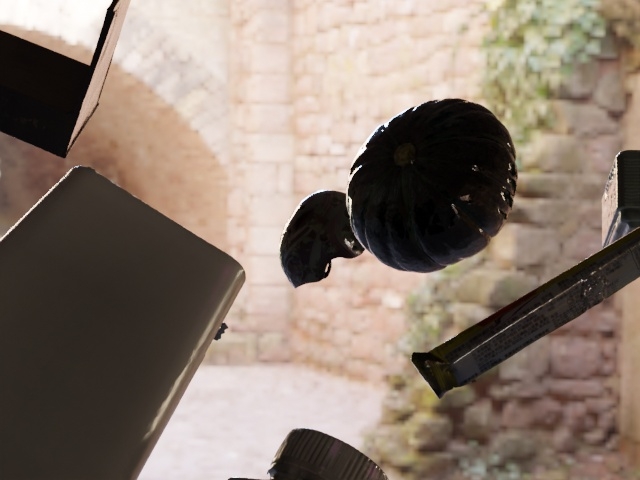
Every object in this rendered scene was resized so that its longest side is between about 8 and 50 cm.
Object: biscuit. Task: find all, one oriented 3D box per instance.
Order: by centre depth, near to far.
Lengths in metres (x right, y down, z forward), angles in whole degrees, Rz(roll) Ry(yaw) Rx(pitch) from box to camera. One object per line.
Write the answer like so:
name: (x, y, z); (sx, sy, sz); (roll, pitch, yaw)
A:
biscuit: (0.204, 0.036, 1.077); (0.292, 0.048, 0.026); (-30, 32, -7)

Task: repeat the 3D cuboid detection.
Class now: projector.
projector: (0.470, -0.030, 1.627); (0.257, 0.099, 0.192); (1, -15, 6)

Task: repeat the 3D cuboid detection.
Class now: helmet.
helmet: (-0.004, -0.015, 2.160); (0.177, 0.107, 0.153); (-33, 19, 21)

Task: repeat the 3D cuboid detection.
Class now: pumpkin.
pumpkin: (0.115, -0.059, 1.437); (0.194, 0.194, 0.150); (2, -20, 12)

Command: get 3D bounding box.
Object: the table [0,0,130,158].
table: (-0.455, -0.330, 2.186); (0.251, 0.282, 0.196); (22, 32, -4)

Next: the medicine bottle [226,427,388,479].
medicine bottle: (-0.030, 0.237, 0.998); (0.132, 0.188, 0.088); (27, -25, 8)

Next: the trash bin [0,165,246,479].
trash bin: (-0.249, 0.129, 1.089); (0.296, 0.367, 0.256); (31, -35, 2)
